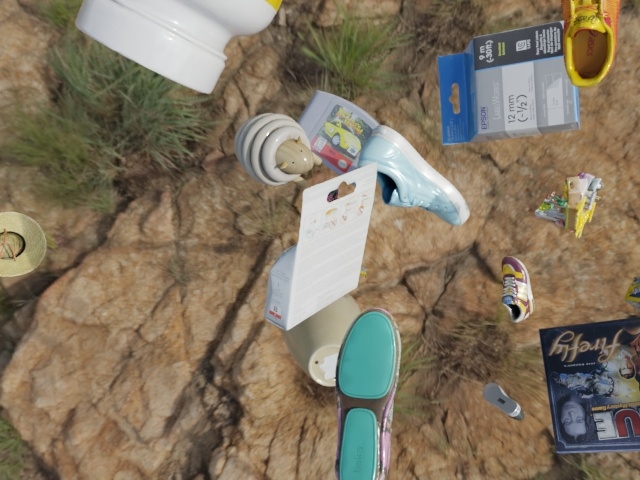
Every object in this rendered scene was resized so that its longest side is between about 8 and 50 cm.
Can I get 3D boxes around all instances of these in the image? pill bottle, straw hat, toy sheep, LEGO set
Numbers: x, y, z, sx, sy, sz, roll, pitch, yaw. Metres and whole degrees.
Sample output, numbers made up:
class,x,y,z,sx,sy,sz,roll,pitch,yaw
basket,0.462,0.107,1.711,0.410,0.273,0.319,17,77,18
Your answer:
class,x,y,z,sx,sy,sz,roll,pitch,yaw
pill bottle,-0.094,-0.319,0.591,0.188,0.188,0.333,31,101,11
straw hat,-0.659,0.012,1.329,0.061,0.145,0.144,-13,79,49
toy sheep,-0.055,-0.105,0.730,0.132,0.091,0.091,23,88,45
LEGO set,0.512,-0.082,1.343,0.107,0.287,0.132,21,106,28

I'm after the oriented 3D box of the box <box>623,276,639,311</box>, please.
class,x,y,z,sx,sy,sz,roll,pitch,yaw
box,0.658,0.133,1.191,0.169,0.059,0.054,32,82,-16

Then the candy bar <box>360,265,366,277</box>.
class,x,y,z,sx,sy,sz,roll,pitch,yaw
candy bar,0.059,0.067,1.667,0.018,0.162,0.040,-53,38,28

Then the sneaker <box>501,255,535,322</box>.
class,x,y,z,sx,sy,sz,roll,pitch,yaw
sneaker,0.539,0.137,1.765,0.084,0.070,0.185,-27,99,-37

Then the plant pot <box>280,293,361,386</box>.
class,x,y,z,sx,sy,sz,roll,pitch,yaw
plant pot,0.019,0.298,1.837,0.257,0.274,0.256,-2,107,-6

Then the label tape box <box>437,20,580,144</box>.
class,x,y,z,sx,sy,sz,roll,pitch,yaw
label tape box,0.461,-0.387,1.597,0.348,0.115,0.249,-3,88,24

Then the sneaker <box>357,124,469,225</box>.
class,x,y,z,sx,sy,sz,roll,pitch,yaw
sneaker,0.232,-0.130,1.663,0.366,0.135,0.150,40,81,-20

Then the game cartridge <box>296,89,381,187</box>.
class,x,y,z,sx,sy,sz,roll,pitch,yaw
game cartridge,0.068,-0.304,1.871,0.294,0.060,0.196,36,106,8

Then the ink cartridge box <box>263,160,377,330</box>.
class,x,y,z,sx,sy,sz,roll,pitch,yaw
ink cartridge box,0.000,0.000,0.743,0.045,0.145,0.179,23,122,31

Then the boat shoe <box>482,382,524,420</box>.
class,x,y,z,sx,sy,sz,roll,pitch,yaw
boat shoe,0.447,0.398,1.555,0.049,0.142,0.040,-46,111,-1

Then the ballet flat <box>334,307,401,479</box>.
class,x,y,z,sx,sy,sz,roll,pitch,yaw
ballet flat,0.058,0.191,0.759,0.077,0.079,0.221,2,84,17

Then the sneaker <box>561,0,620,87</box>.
class,x,y,z,sx,sy,sz,roll,pitch,yaw
sneaker,0.256,-0.231,0.594,0.064,0.067,0.175,-4,118,26

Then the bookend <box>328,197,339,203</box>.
class,x,y,z,sx,sy,sz,roll,pitch,yaw
bookend,0.051,-0.018,1.558,0.072,0.156,0.157,10,98,6

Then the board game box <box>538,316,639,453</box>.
class,x,y,z,sx,sy,sz,roll,pitch,yaw
board game box,0.416,0.180,0.802,0.243,0.042,0.165,-12,66,25

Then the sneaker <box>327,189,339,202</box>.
class,x,y,z,sx,sy,sz,roll,pitch,yaw
sneaker,0.028,-0.118,1.868,0.047,0.119,0.057,7,49,13
